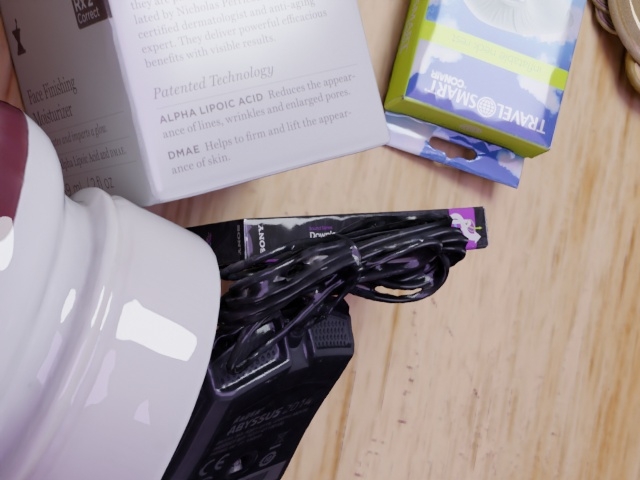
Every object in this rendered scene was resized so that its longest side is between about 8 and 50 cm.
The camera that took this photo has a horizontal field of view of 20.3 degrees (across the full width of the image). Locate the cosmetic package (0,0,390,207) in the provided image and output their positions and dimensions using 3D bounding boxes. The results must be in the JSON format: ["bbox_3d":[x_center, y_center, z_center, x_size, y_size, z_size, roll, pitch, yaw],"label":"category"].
[{"bbox_3d":[-0.078,-0.119,0.994,0.151,0.151,0.183,-16,94,-29],"label":"cosmetic package"}]

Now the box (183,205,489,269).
[{"bbox_3d":[0.000,0.000,1.053,0.162,0.116,0.029,-5,88,-31],"label":"box"}]

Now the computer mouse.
[{"bbox_3d":[-0.048,0.080,0.981,0.072,0.272,0.188,47,34,23],"label":"computer mouse"}]

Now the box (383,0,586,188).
[{"bbox_3d":[0.110,-0.135,1.157,0.109,0.042,0.178,18,78,-15],"label":"box"}]

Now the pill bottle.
[{"bbox_3d":[-0.260,0.004,0.826,0.392,0.224,0.224,26,74,-22],"label":"pill bottle"}]

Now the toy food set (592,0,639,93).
[{"bbox_3d":[0.247,-0.159,1.257,0.192,0.038,0.132,41,63,-10],"label":"toy food set"}]
